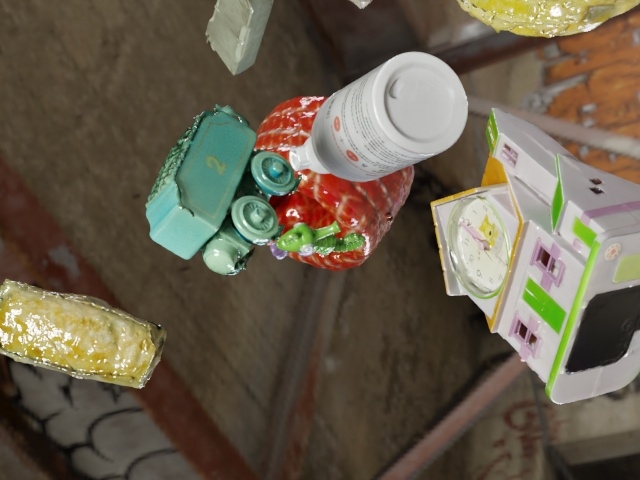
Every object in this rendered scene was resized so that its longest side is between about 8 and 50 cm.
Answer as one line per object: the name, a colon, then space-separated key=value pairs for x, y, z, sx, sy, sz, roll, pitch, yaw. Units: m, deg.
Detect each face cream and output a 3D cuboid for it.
face cream: x=0.065 y=-0.161 z=1.799 sx=0.145 sy=0.369 sz=0.145 roll=3 pitch=-97 yaw=-22

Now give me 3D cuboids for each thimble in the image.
thimble: x=0.002 y=-0.109 z=2.426 sx=0.350 sy=0.350 sz=0.231 roll=53 pitch=-125 yaw=-37

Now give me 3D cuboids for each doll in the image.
doll: x=0.000 y=0.000 z=2.025 sx=0.190 sy=0.115 sz=0.050 roll=7 pitch=-110 yaw=-55

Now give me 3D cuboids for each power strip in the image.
power strip: x=-0.115 y=-0.316 z=1.736 sx=0.080 sy=0.048 sz=0.286 roll=54 pitch=166 yaw=5

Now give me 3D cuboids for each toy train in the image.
toy train: x=-0.128 y=-0.060 z=1.577 sx=0.163 sy=0.112 sz=0.203 roll=32 pitch=-134 yaw=-15

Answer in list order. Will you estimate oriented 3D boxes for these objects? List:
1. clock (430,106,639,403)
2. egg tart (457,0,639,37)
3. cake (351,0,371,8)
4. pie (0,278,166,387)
clock: x=0.255 y=0.005 z=1.462 sx=0.309 sy=0.166 sz=0.235 roll=50 pitch=139 yaw=45
egg tart: x=0.355 y=-0.446 z=1.863 sx=0.132 sy=0.345 sz=0.345 roll=61 pitch=-152 yaw=-42
cake: x=0.019 y=-0.331 z=1.254 sx=0.147 sy=0.135 sz=0.134 roll=36 pitch=180 yaw=10
pie: x=-0.388 y=0.146 z=1.926 sx=0.068 sy=0.282 sz=0.129 roll=49 pitch=-124 yaw=-84
